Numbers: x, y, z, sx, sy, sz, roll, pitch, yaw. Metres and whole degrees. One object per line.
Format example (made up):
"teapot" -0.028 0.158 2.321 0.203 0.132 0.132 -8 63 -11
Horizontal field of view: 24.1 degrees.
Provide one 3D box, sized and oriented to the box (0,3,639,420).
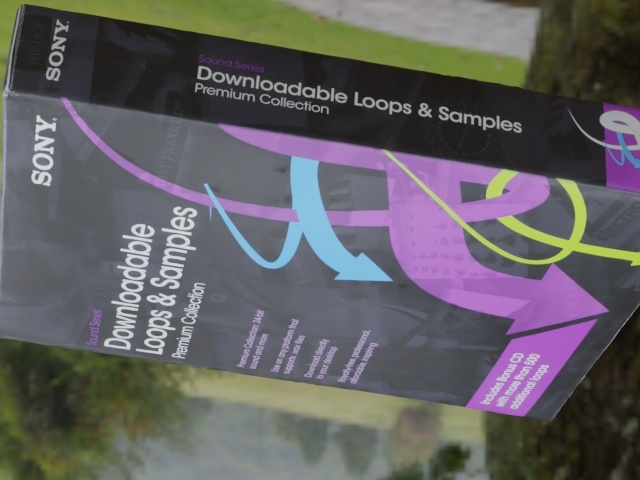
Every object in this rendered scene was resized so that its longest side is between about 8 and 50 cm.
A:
"box" 0.000 0.000 0.379 0.162 0.029 0.116 10 147 -7
